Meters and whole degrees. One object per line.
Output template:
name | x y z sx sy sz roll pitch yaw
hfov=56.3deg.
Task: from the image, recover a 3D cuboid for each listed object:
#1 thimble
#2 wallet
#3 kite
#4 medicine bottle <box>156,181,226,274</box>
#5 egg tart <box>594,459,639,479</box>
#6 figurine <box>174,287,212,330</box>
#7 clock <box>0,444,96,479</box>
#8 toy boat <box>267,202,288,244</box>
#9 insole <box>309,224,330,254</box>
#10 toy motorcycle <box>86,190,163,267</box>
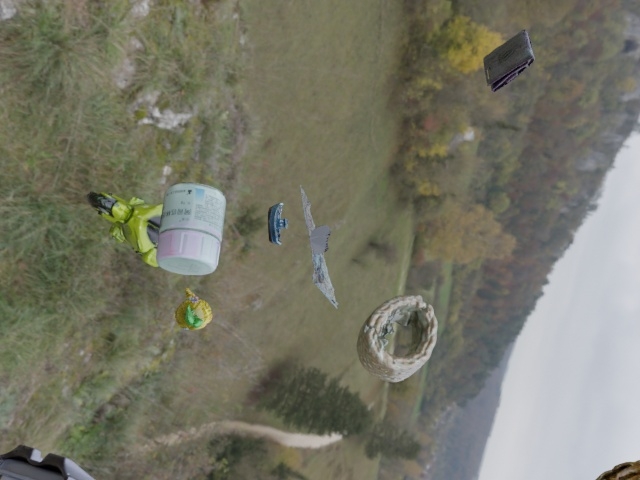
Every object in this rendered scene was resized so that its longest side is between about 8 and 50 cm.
thimble | 0.213 0.266 1.635 0.229 0.196 0.148 -35 165 -23
wallet | 0.419 -0.401 1.330 0.030 0.111 0.165 44 35 -24
kite | 0.000 0.034 1.715 0.368 0.014 0.405 -77 153 -67
medicine bottle | -0.270 -0.023 1.255 0.135 0.135 0.168 58 32 -66
egg tart | 0.656 0.514 1.134 0.132 0.297 0.297 66 24 -1
figurine | -0.344 0.183 1.596 0.156 0.095 0.114 152 -85 -88
clock | -0.486 0.475 1.142 0.186 0.253 0.083 53 48 -40
toy boat | -0.132 -0.053 1.885 0.060 0.061 0.137 60 26 -70
insole | 0.000 0.000 1.191 0.135 0.045 0.002 85 -13 -66
toy motorcycle | -0.433 -0.030 1.491 0.142 0.206 0.342 -55 169 -11
